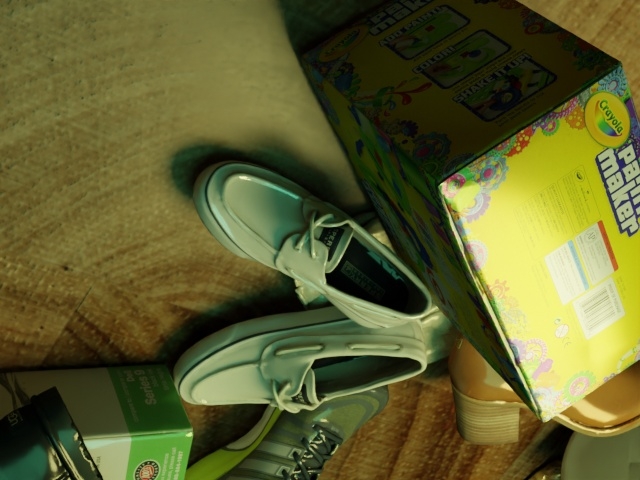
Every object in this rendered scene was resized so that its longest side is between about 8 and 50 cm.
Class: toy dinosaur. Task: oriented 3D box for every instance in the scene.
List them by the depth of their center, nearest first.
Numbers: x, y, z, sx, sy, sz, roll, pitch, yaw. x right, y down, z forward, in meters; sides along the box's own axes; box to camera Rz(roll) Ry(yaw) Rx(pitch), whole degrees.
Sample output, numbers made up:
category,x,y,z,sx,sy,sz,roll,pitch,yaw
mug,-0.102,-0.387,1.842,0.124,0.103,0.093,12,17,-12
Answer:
category,x,y,z,sx,sy,sz,roll,pitch,yaw
toy dinosaur,0.246,0.369,1.624,0.211,0.064,0.112,-35,111,-7

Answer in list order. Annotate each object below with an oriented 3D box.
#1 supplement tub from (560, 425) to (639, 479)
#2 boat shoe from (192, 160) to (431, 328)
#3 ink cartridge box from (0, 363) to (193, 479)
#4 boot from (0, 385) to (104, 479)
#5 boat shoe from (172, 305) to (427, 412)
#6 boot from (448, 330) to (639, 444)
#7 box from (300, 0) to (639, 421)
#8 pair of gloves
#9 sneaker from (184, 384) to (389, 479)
category,x,y,z,sx,sy,sz,roll,pitch,yaw
supplement tub,0.481,0.347,1.585,0.235,0.235,0.325,-44,130,11
boat shoe,0.000,0.000,1.170,0.258,0.084,0.095,29,73,-22
ink cartridge box,-0.295,0.244,1.234,0.289,0.121,0.211,0,123,-24
boot,-0.289,0.271,1.110,0.207,0.094,0.246,-26,120,-12
boat shoe,-0.020,0.135,1.265,0.267,0.088,0.096,-11,136,-3
boot,0.280,0.108,1.366,0.283,0.109,0.220,-6,123,-6
box,0.157,-0.049,1.095,0.177,0.279,0.290,-33,127,-6
pair of gloves,0.084,0.063,1.323,0.204,0.042,0.240,-26,132,-4
sneaker,-0.034,0.256,1.353,0.300,0.121,0.111,-43,130,15
